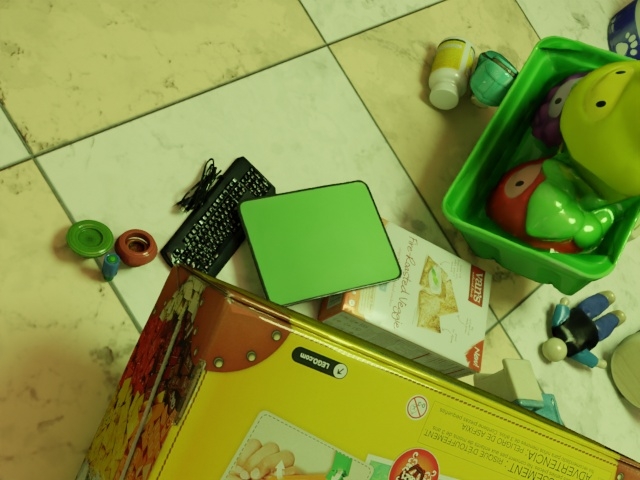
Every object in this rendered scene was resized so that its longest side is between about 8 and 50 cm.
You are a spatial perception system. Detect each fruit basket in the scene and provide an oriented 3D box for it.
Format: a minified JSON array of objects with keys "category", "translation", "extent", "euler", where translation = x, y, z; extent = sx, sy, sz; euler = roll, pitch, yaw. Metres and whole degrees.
[{"category":"fruit basket","translation":[0.366,-0.134,1.073],"extent":[0.283,0.392,0.392],"euler":[25,50,21]}]

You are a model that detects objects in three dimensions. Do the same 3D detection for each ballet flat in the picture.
[{"category":"ballet flat","translation":[0.280,-0.264,1.295],"extent":[0.083,0.087,0.247],"euler":[41,20,0]}]

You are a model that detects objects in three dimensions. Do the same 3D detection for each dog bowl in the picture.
[{"category":"dog bowl","translation":[0.734,-0.398,1.644],"extent":[0.265,0.104,0.264],"euler":[13,65,-29]}]

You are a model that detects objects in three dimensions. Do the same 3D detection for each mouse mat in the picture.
[{"category":"mouse mat","translation":[0.000,0.000,1.001],"extent":[0.190,0.007,0.152],"euler":[-11,69,-23]}]

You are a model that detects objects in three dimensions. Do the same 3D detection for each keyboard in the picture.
[{"category":"keyboard","translation":[-0.128,-0.035,0.978],"extent":[0.100,0.038,0.192],"euler":[41,53,-12]}]

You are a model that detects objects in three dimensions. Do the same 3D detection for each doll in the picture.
[{"category":"doll","translation":[0.421,0.147,1.252],"extent":[0.189,0.046,0.129],"euler":[-22,82,-37]}]

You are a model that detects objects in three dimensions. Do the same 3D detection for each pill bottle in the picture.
[{"category":"pill bottle","translation":[0.213,-0.272,1.279],"extent":[0.065,0.065,0.116],"euler":[31,57,-19]}]

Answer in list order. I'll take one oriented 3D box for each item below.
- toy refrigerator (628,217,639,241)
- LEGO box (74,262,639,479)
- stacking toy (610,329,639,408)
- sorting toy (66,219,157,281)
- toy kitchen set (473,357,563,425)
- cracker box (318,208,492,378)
[{"category":"toy refrigerator","translation":[0.572,-0.085,1.416],"extent":[0.270,0.094,0.102],"euler":[-29,88,-38]},{"category":"LEGO box","translation":[0.026,0.293,0.757],"extent":[0.500,0.193,0.372],"euler":[26,86,-22]},{"category":"stacking toy","translation":[0.632,0.171,1.333],"extent":[0.330,0.141,0.141],"euler":[-21,83,-42]},{"category":"sorting toy","translation":[-0.238,0.015,0.890],"extent":[0.102,0.042,0.061],"euler":[9,50,-17]},{"category":"toy kitchen set","translation":[0.283,0.244,1.038],"extent":[0.207,0.166,0.122],"euler":[9,58,-30]},{"category":"cracker box","translation":[0.123,0.077,1.074],"extent":[0.232,0.067,0.155],"euler":[26,59,-22]}]
